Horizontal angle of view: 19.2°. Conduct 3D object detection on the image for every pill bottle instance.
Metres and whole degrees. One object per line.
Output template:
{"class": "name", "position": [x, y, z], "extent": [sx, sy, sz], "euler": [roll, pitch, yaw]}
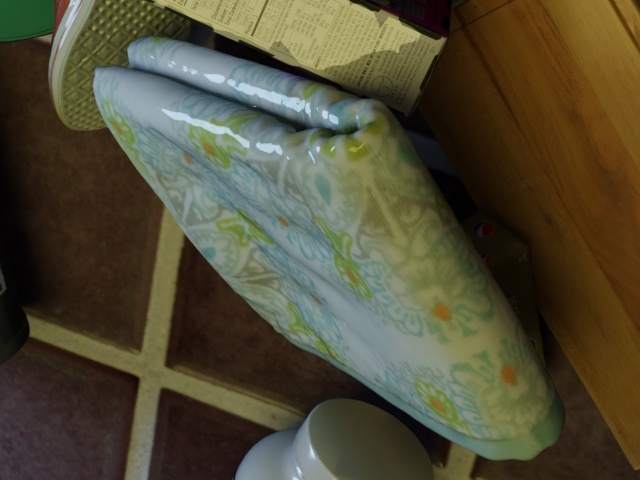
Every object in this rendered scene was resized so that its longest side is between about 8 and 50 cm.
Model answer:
{"class": "pill bottle", "position": [-0.027, 0.297, 1.714], "extent": [0.181, 0.181, 0.323], "euler": [35, 123, 5]}

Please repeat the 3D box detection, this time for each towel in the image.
{"class": "towel", "position": [0.000, 0.000, 1.466], "extent": [0.374, 0.090, 0.320], "euler": [22, 154, 52]}

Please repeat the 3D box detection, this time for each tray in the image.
{"class": "tray", "position": [0.242, -0.030, 1.509], "extent": [0.203, 0.076, 0.411], "euler": [-26, 102, 31]}

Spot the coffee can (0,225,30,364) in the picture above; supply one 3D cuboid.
{"class": "coffee can", "position": [-0.393, -0.019, 1.712], "extent": [0.201, 0.201, 0.275], "euler": [-1, 113, 24]}

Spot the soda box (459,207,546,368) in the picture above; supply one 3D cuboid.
{"class": "soda box", "position": [0.139, 0.063, 1.552], "extent": [0.061, 0.058, 0.181], "euler": [41, 158, 38]}

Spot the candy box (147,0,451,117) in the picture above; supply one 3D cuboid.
{"class": "candy box", "position": [-0.023, -0.185, 1.392], "extent": [0.233, 0.159, 0.071], "euler": [25, 110, -3]}

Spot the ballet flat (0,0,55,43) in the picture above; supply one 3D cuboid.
{"class": "ballet flat", "position": [-0.333, -0.213, 1.636], "extent": [0.280, 0.096, 0.095], "euler": [-14, 123, -12]}

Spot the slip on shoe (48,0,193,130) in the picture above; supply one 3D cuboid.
{"class": "slip on shoe", "position": [-0.171, -0.227, 1.571], "extent": [0.331, 0.123, 0.101], "euler": [101, 148, -44]}
